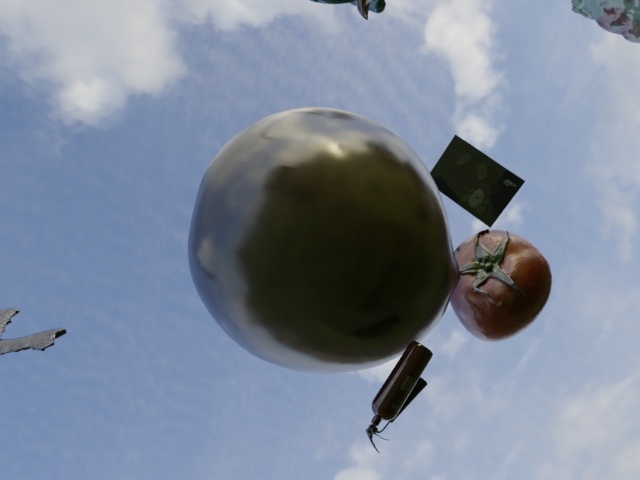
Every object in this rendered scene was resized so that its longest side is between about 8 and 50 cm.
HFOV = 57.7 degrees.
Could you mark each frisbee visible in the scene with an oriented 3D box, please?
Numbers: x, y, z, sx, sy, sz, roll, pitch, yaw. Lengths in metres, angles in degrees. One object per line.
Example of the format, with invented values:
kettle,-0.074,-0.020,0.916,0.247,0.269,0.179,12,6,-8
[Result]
frisbee,-0.377,0.119,0.672,0.187,0.211,0.012,-11,-71,10

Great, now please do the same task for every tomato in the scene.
tomato,0.273,0.075,0.892,0.167,0.167,0.167,-9,-72,-29

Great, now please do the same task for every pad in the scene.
pad,0.341,-0.134,1.301,0.004,0.190,0.127,-9,-45,-59

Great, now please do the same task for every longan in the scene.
longan,0.000,0.000,0.666,0.318,0.319,0.319,-9,-72,-29

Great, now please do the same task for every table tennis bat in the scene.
table tennis bat,0.057,-0.516,1.226,0.124,0.201,0.033,-33,-42,-31

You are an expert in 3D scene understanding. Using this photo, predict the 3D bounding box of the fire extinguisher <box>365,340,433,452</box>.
fire extinguisher,0.071,0.143,0.533,0.100,0.032,0.046,-56,-20,-10

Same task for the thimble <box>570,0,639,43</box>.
thimble,0.453,-0.370,0.783,0.210,0.186,0.149,2,-31,-6

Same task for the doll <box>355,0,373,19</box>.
doll,0.067,-0.438,1.000,0.076,0.113,0.078,6,-101,-16
